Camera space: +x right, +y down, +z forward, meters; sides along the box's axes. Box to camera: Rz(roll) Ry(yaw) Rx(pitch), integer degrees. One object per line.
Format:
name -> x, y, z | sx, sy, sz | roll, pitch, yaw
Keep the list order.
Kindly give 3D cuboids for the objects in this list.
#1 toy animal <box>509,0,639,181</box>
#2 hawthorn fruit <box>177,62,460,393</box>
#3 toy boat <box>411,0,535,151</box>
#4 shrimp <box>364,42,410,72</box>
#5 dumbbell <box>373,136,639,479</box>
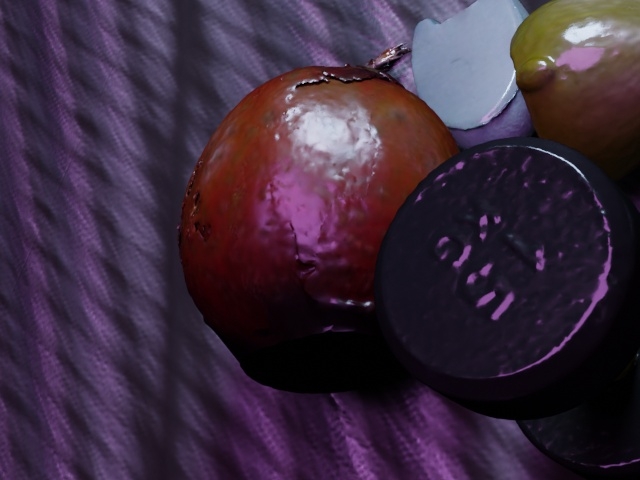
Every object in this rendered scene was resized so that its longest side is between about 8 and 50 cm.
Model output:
toy animal -> 0.347, -0.161, 1.222 | 0.363, 0.180, 0.181 | -12, 69, 4
hawthorn fruit -> 0.011, -0.006, 1.291 | 0.316, 0.316, 0.316 | -13, 64, 28
toy boat -> 0.165, -0.163, 1.397 | 0.134, 0.079, 0.208 | -28, 47, 18
shrimp -> 0.057, -0.179, 1.486 | 0.092, 0.038, 0.029 | -42, 96, 11
dumbbell -> 0.200, 0.068, 1.106 | 0.203, 0.322, 0.204 | -13, 64, 28
